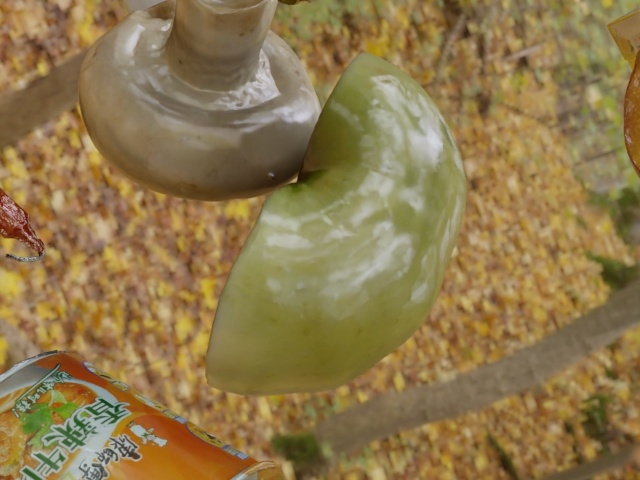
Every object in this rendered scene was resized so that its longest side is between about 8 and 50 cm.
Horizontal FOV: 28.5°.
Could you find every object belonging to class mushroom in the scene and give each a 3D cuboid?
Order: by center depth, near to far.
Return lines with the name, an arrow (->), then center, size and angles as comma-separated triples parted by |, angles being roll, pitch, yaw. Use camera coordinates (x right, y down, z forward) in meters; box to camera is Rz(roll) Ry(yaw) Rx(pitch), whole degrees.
mushroom -> -0.121, -0.203, 1.434 | 0.293, 0.292, 0.290 | -99, -157, -45

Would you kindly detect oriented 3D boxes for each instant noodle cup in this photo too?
instant noodle cup -> -0.198, 0.242, 1.044 | 0.214, 0.296, 0.296 | 33, 0, 18

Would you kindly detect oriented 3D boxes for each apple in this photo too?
apple -> 0.000, 0.000, 1.339 | 0.360, 0.320, 0.312 | 97, -25, -66

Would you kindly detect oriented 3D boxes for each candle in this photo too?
candle -> -0.356, -0.037, 1.348 | 0.162, 0.048, 0.053 | 44, -26, -1

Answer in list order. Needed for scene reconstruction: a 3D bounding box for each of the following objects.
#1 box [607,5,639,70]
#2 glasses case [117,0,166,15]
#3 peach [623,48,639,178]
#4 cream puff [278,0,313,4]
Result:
box -> 0.599, -0.366, 1.944 | 0.097, 0.265, 0.168 | 60, -8, -5
glasses case -> -0.158, -0.356, 1.624 | 0.059, 0.233, 0.092 | 48, -24, 29
peach -> 0.350, -0.098, 1.046 | 0.192, 0.190, 0.190 | 23, 21, -6
cream puff -> -0.004, -0.318, 1.158 | 0.221, 0.194, 0.195 | -35, 107, -54
